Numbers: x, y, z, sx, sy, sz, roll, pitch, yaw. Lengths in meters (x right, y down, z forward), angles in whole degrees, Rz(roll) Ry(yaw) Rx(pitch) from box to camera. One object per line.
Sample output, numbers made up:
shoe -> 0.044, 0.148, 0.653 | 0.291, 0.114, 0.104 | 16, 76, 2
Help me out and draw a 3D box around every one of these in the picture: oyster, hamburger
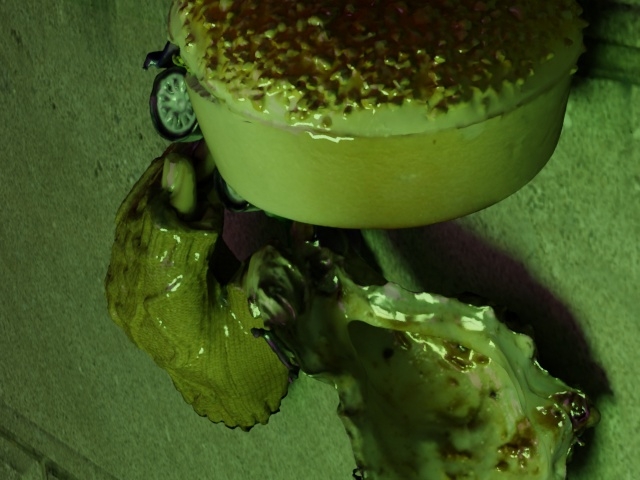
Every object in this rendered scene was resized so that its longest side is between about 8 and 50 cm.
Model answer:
oyster -> 0.062, 0.112, 1.506 | 0.337, 0.133, 0.197 | 36, 93, 19
hamburger -> 0.039, -0.134, 1.343 | 0.302, 0.302, 0.170 | 34, 140, 48

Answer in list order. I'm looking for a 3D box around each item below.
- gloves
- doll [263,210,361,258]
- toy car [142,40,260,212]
gloves -> -0.106, 0.044, 1.717 | 0.203, 0.155, 0.356 | 42, 151, 32
doll -> 0.000, 0.000, 1.694 | 0.190, 0.050, 0.115 | 53, 153, 25
toy car -> -0.017, -0.125, 1.564 | 0.235, 0.172, 0.158 | 48, 126, 31
